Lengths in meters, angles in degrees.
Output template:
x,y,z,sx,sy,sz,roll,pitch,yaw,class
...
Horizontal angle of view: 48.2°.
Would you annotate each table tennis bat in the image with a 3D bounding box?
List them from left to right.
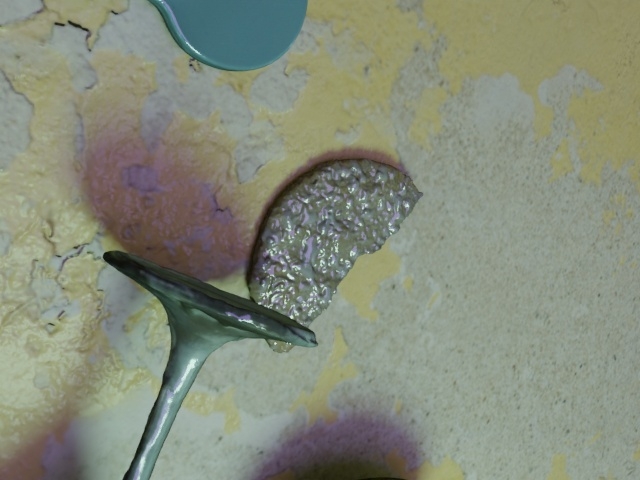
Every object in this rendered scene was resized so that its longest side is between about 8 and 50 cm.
x,y,z,sx,sy,sz,roll,pitch,yaw,class
-0.113,-0.231,0.642,0.244,0.040,0.153,-8,106,-35,table tennis bat

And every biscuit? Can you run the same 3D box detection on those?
x,y,z,sx,sy,sz,roll,pitch,yaw,class
0.001,-0.005,0.778,0.250,0.032,0.133,-48,121,-12,biscuit

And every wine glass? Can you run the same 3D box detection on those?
x,y,z,sx,sy,sz,roll,pitch,yaw,class
-0.169,0.228,0.614,0.267,0.267,0.406,24,84,-35,wine glass

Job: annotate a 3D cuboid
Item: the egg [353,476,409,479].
x,y,z,sx,sy,sz,roll,pitch,yaw,class
0.059,0.386,0.801,0.289,0.238,0.238,-32,119,-43,egg
